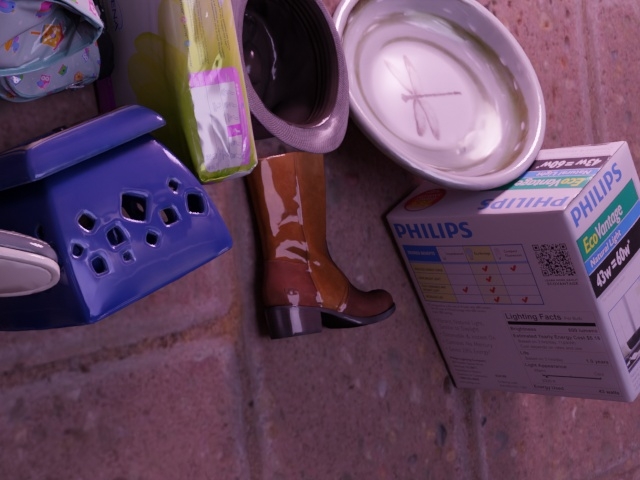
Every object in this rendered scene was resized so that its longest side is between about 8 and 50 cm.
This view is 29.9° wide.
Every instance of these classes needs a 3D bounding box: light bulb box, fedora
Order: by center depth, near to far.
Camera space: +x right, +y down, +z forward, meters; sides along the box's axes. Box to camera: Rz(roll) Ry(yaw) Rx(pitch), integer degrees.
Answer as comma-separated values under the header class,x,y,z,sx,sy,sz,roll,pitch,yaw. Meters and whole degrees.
class,x,y,z,sx,sy,sz,roll,pitch,yaw
fedora,-0.077,-0.235,1.651,0.243,0.124,0.276,7,71,-47
light bulb box,0.358,0.051,1.988,0.225,0.358,0.361,-42,119,-39

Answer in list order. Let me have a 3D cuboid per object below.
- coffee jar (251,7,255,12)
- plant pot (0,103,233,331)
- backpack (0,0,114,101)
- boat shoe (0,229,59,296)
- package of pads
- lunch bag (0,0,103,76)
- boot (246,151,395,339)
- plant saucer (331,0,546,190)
class,x,y,z,sx,sy,sz,roll,pitch,yaw
coffee jar,-0.074,-0.406,1.770,0.096,0.079,0.184,22,73,-47
plant pot,-0.288,-0.032,1.453,0.236,0.236,0.212,-30,103,-40
backpack,-0.349,-0.242,1.474,0.182,0.115,0.152,-29,111,-38
boat shoe,-0.436,-0.013,1.297,0.319,0.116,0.099,7,59,-2
package of pads,-0.197,-0.215,1.537,0.101,0.229,0.297,-15,99,-38
lunch bag,-0.389,-0.301,1.325,0.262,0.160,0.223,-12,61,-33
boot,0.000,0.000,1.852,0.264,0.096,0.281,-5,85,-37
plant saucer,0.174,-0.241,1.934,0.400,0.100,0.401,13,59,-22
